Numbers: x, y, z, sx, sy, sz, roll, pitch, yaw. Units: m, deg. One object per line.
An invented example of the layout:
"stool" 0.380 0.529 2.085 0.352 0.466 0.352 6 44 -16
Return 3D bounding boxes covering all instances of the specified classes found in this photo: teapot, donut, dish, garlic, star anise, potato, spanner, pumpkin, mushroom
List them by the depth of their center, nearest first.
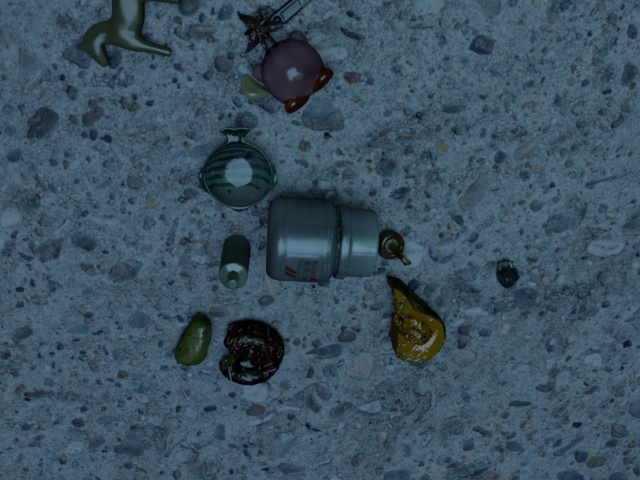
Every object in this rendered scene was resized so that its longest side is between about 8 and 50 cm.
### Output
"spanner" -0.005 -0.667 1.543 0.316 0.024 0.087 -38 115 10
"star anise" -0.151 -0.564 1.548 0.129 0.056 0.124 -5 108 15
"garlic" -0.190 -0.419 1.617 0.083 0.041 0.053 43 98 -10
"dish" -0.236 -0.210 1.674 0.224 0.078 0.245 -2 112 -4
"mushroom" 0.231 0.033 1.805 0.088 0.073 0.129 -38 76 -4
"potato" -0.403 0.323 1.871 0.105 0.085 0.188 24 105 10
"pumpkin" 0.264 0.263 1.871 0.281 0.139 0.190 40 103 -16
"teapot" 0.604 0.106 1.881 0.057 0.066 0.087 -23 89 -16
"donut" -0.225 0.377 1.897 0.216 0.096 0.230 22 108 -12

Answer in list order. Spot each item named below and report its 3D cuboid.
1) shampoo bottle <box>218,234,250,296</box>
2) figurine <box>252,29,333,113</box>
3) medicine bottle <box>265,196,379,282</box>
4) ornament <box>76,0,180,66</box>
"shampoo bottle" -0.248 0.068 1.683 0.085 0.262 0.085 -2 112 -4
"figurine" -0.075 -0.450 1.547 0.173 0.173 0.173 -2 112 -4
"medicine bottle" 0.000 0.000 1.686 0.307 0.245 0.244 2 111 -6
"ornament" -0.504 -0.558 1.524 0.245 0.061 0.230 10 112 -10
